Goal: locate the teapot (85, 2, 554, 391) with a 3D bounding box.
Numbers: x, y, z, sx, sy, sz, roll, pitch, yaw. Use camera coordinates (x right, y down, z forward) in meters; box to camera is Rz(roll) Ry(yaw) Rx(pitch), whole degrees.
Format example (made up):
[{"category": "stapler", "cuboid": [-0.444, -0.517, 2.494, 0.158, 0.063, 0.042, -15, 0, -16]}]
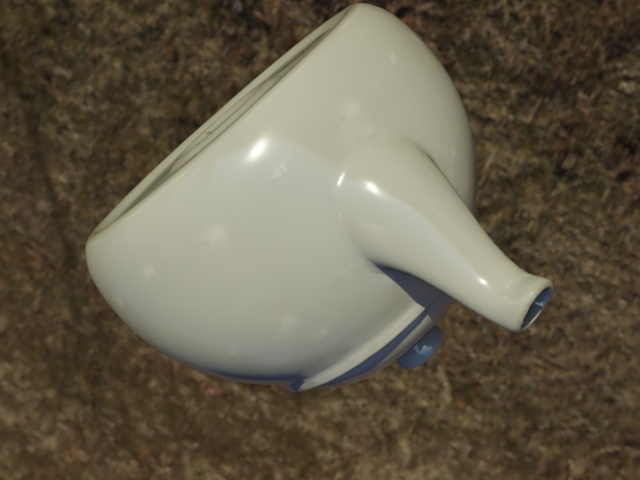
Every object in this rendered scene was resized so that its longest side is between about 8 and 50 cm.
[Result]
[{"category": "teapot", "cuboid": [0.000, 0.000, 0.721, 0.252, 0.256, 0.187, -36, 102, 24]}]
